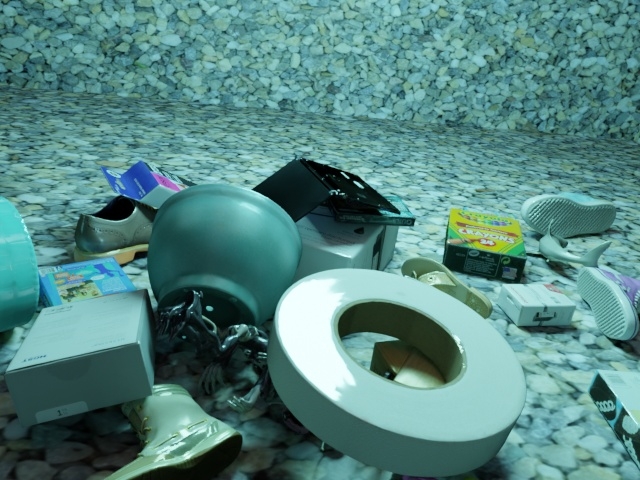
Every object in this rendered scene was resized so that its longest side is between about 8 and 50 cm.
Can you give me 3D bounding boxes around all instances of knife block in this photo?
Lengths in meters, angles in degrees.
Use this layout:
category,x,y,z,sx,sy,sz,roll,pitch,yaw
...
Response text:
category,x,y,z,sx,sy,sz,roll,pitch,yaw
knife block,0.185,0.262,0.909,0.275,0.088,0.242,-2,27,-19

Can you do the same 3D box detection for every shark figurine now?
category,x,y,z,sx,sy,sz,roll,pitch,yaw
shark figurine,0.644,0.004,1.514,0.166,0.116,0.278,2,10,0

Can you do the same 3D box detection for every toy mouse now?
category,x,y,z,sx,sy,sz,roll,pitch,yaw
toy mouse,-0.002,0.284,0.877,0.161,0.031,0.143,3,25,-8

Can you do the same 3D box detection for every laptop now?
category,x,y,z,sx,sy,sz,roll,pitch,yaw
laptop,-0.004,-0.080,1.232,0.264,0.137,0.234,13,20,-28

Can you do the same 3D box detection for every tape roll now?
category,x,y,z,sx,sy,sz,roll,pitch,yaw
tape roll,0.112,0.174,0.853,0.391,0.072,0.392,12,27,-6

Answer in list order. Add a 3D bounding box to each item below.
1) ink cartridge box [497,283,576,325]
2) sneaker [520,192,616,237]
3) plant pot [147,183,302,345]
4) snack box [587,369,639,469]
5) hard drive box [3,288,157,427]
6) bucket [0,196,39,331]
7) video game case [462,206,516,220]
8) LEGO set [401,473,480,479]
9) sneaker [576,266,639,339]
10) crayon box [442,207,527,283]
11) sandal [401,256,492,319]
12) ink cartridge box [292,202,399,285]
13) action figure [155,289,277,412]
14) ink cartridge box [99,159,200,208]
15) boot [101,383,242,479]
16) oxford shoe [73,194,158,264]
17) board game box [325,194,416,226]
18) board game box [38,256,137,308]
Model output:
category,x,y,z,sx,sy,sz,roll,pitch,yaw
ink cartridge box,0.487,0.145,1.275,0.135,0.056,0.099,2,25,-13
sneaker,0.756,-0.089,1.789,0.365,0.135,0.150,5,16,-26
plant pot,-0.189,0.070,1.030,0.293,0.293,0.196,7,44,0
snack box,0.592,0.333,0.895,0.187,0.060,0.322,5,25,-3
hard drive box,-0.357,0.169,0.877,0.181,0.089,0.232,-11,17,-10
bucket,-0.621,0.051,0.949,0.281,0.281,0.183,25,25,34
video game case,0.546,-0.070,1.805,0.166,0.015,0.119,9,25,5
LEGO set,0.196,0.357,0.702,0.227,0.087,0.093,14,11,14
sneaker,0.714,0.144,1.293,0.161,0.102,0.282,12,25,4
crayon box,0.449,-0.004,1.559,0.202,0.081,0.318,11,24,9
sandal,0.263,0.109,1.258,0.240,0.088,0.079,31,28,33
ink cartridge box,0.000,0.000,1.328,0.285,0.166,0.395,16,26,18
action figure,-0.134,0.196,0.904,0.275,0.141,0.164,38,-25,-26
ink cartridge box,-0.354,-0.112,1.418,0.371,0.069,0.176,19,15,-39
boot,-0.237,0.279,0.773,0.165,0.077,0.213,28,27,36
oxford shoe,-0.424,-0.047,1.349,0.130,0.133,0.363,16,22,20
board game box,0.111,-0.073,1.288,0.186,0.026,0.126,3,27,-14
board game box,-0.458,0.108,1.116,0.160,0.047,0.210,-10,30,-34
